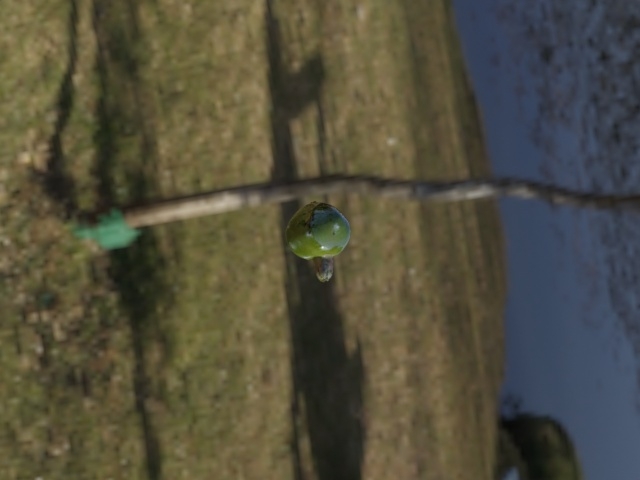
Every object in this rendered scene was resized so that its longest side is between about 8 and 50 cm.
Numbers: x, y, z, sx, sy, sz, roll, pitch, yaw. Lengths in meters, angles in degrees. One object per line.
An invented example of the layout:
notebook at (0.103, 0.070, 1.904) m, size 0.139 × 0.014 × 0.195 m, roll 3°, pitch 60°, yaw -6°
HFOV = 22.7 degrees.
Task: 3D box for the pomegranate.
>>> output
pomegranate at (0.002, -0.002, 1.796) m, size 0.084 × 0.073 × 0.073 m, roll 59°, pitch 24°, yaw -9°
